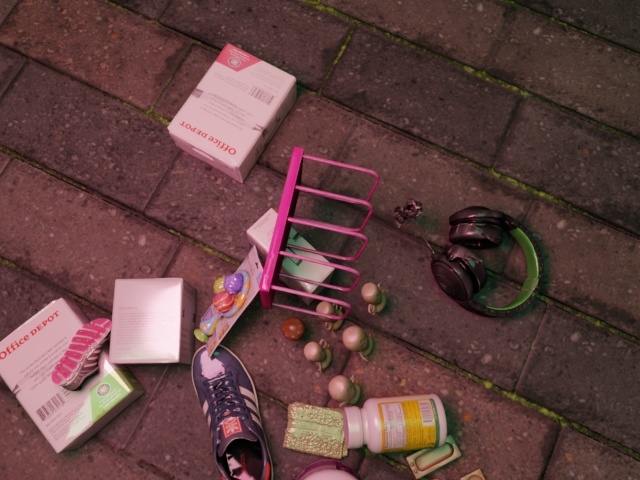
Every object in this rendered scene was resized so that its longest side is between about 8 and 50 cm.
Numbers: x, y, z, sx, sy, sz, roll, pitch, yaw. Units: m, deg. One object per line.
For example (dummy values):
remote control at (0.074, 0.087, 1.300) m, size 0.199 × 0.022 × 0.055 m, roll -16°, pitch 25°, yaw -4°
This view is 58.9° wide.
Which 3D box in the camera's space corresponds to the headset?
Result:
headset at (0.348, 0.019, 1.312) m, size 0.394 × 0.185 × 0.243 m, roll 27°, pitch 76°, yaw -5°

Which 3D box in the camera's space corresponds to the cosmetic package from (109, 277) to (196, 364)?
cosmetic package at (-0.371, 0.186, 1.277) m, size 0.151 × 0.151 × 0.184 m, roll 0°, pitch 76°, yaw -1°

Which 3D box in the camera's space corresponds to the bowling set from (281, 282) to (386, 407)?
bowling set at (0.028, 0.214, 1.297) m, size 0.200 × 0.154 × 0.287 m, roll 17°, pitch 76°, yaw 23°

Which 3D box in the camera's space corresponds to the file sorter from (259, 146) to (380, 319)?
file sorter at (0.000, 0.000, 1.153) m, size 0.182 × 0.202 × 0.291 m, roll 13°, pitch 73°, yaw 0°

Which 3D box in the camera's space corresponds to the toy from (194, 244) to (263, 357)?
toy at (-0.214, 0.128, 1.256) m, size 0.056 × 0.137 × 0.237 m, roll 22°, pitch 113°, yaw -30°

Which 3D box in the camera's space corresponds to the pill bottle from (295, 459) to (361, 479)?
pill bottle at (0.019, 0.530, 1.109) m, size 0.169 × 0.301 × 0.169 m, roll 0°, pitch 75°, yaw -1°

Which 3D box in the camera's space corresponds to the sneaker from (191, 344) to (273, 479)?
sneaker at (-0.191, 0.384, 1.226) m, size 0.131 × 0.148 × 0.350 m, roll -24°, pitch 76°, yaw -7°

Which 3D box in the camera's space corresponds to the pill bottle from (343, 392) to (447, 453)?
pill bottle at (0.158, 0.399, 1.235) m, size 0.208 × 0.117 × 0.117 m, roll -3°, pitch 75°, yaw -6°

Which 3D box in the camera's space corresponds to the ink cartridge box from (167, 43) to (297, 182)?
ink cartridge box at (-0.217, -0.320, 1.432) m, size 0.207 × 0.117 × 0.283 m, roll 29°, pitch 76°, yaw 7°

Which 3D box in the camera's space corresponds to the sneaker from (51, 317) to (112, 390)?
sneaker at (-0.491, 0.243, 1.193) m, size 0.063 × 0.075 × 0.170 m, roll 10°, pitch 49°, yaw 17°

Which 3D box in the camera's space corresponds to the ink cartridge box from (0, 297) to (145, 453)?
ink cartridge box at (-0.562, 0.296, 1.264) m, size 0.198 × 0.115 × 0.273 m, roll -40°, pitch 79°, yaw -11°

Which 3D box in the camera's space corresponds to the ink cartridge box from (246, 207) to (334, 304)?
ink cartridge box at (-0.070, 0.041, 1.320) m, size 0.203 × 0.148 × 0.086 m, roll 43°, pitch 75°, yaw 9°

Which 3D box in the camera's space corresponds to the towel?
towel at (-0.006, 0.428, 1.279) m, size 0.148 × 0.027 × 0.110 m, roll 8°, pitch 76°, yaw 0°

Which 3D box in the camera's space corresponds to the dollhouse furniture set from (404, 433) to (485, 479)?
dollhouse furniture set at (0.286, 0.507, 1.210) m, size 0.144 × 0.123 × 0.151 m, roll -25°, pitch 77°, yaw -7°
